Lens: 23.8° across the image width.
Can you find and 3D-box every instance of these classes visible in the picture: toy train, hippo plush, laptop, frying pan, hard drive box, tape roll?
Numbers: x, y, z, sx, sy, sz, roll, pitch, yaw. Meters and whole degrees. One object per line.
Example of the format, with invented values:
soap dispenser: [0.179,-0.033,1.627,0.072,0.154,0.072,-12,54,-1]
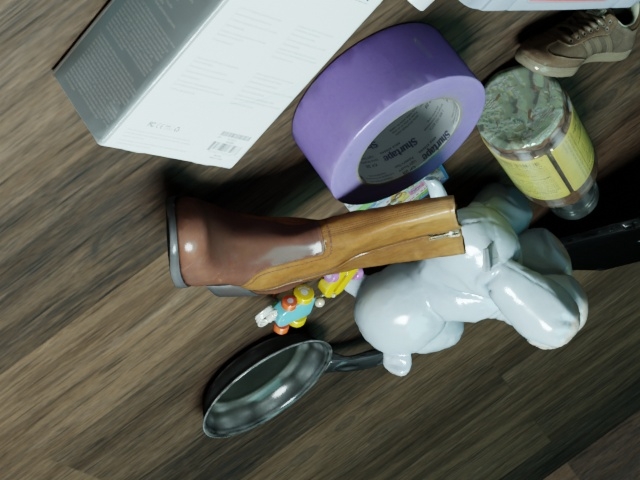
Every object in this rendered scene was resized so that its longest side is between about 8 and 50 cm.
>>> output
toy train: [-0.012,0.039,1.801,0.166,0.046,0.125,-41,154,5]
hippo plush: [0.170,0.079,1.868,0.236,0.234,0.294,-40,166,23]
laptop: [0.477,-0.112,2.184,0.408,0.236,0.382,-16,168,35]
frying pan: [-0.020,0.158,1.996,0.326,0.053,0.197,-27,155,-21]
hard drive box: [-0.077,-0.177,1.264,0.232,0.089,0.181,-45,154,22]
tape roll: [0.070,-0.128,1.556,0.189,0.080,0.189,-29,154,-15]

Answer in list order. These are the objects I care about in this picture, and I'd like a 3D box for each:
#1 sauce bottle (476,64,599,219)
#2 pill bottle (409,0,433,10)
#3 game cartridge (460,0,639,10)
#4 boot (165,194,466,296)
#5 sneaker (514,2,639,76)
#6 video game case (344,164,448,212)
sauce bottle: [0.272,-0.102,1.825,0.111,0.111,0.344,-37,156,5]
pill bottle: [0.125,-0.277,1.344,0.152,0.086,0.086,-42,155,14]
game cartridge: [0.285,-0.306,1.503,0.294,0.060,0.196,-10,151,-42]
boot: [0.000,0.000,1.526,0.280,0.096,0.264,-8,160,13]
sneaker: [0.286,-0.233,1.685,0.188,0.066,0.071,-19,135,-43]
video game case: [0.081,-0.070,1.754,0.119,0.015,0.166,-37,156,2]
